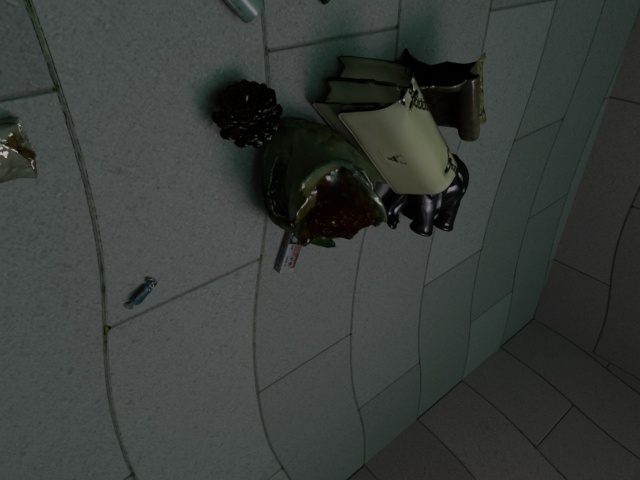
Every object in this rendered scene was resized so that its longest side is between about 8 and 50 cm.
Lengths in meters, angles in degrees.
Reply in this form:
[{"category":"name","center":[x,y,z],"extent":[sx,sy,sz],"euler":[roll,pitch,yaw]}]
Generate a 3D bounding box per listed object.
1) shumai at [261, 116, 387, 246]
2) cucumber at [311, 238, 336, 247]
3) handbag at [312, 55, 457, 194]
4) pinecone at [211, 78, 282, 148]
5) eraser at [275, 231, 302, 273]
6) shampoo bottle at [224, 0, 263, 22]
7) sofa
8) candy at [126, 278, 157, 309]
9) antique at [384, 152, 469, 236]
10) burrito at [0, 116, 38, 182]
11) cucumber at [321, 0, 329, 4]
[{"category":"shumai","center":[0.053,-0.116,1.023],"extent":[0.329,0.288,0.292],"euler":[16,85,-43]},{"category":"cucumber","center":[0.000,0.000,1.287],"extent":[0.155,0.037,0.037],"euler":[18,102,-56]},{"category":"handbag","center":[0.173,-0.262,1.115],"extent":[0.358,0.236,0.160],"euler":[40,74,-50]},{"category":"pinecone","center":[-0.143,-0.243,0.913],"extent":[0.140,0.140,0.121],"euler":[-46,167,-12]},{"category":"eraser","center":[-0.082,0.030,1.231],"extent":[0.052,0.029,0.122],"euler":[0,116,-45]},{"category":"shampoo bottle","center":[-0.178,-0.464,0.785],"extent":[0.056,0.056,0.195],"euler":[-56,139,0]},{"category":"sofa","center":[0.285,-0.354,1.170],"extent":[0.182,0.258,0.200],"euler":[-52,143,-25]},{"category":"candy","center":[-0.387,0.115,0.990],"extent":[0.083,0.020,0.030],"euler":[-47,139,-8]},{"category":"antique","center":[0.326,-0.159,1.402],"extent":[0.322,0.185,0.255],"euler":[-8,128,-42]},{"category":"burrito","center":[-0.595,-0.100,0.600],"extent":[0.392,0.076,0.117],"euler":[-19,121,-39]},{"category":"cucumber","center":[0.042,-0.579,0.943],"extent":[0.033,0.036,0.184],"euler":[15,106,-41]}]
